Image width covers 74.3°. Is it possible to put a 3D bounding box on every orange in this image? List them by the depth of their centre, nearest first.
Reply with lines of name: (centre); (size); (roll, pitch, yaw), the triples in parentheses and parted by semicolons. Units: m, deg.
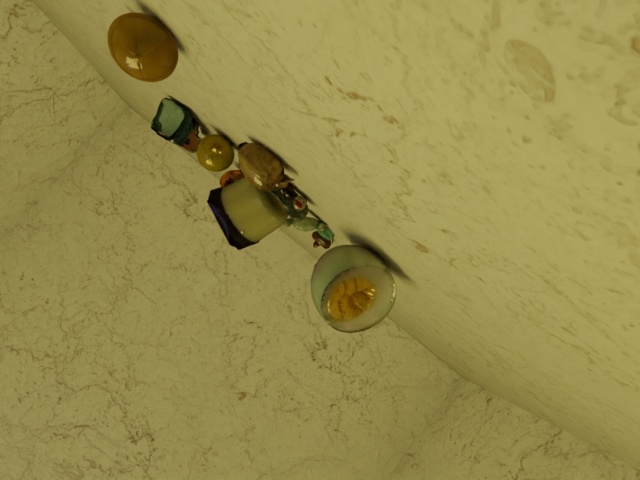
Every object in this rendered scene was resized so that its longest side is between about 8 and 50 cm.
orange: (-0.468, -0.308, 2.427); (0.235, 0.182, 0.234); (30, 180, 0)

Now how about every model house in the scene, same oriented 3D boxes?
model house: (-0.666, -0.542, 2.118); (0.253, 0.184, 0.291); (32, 180, 35)

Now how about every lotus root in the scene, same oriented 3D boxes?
lotus root: (-0.225, -0.273, 1.606); (0.257, 0.140, 0.154); (43, 168, 19)

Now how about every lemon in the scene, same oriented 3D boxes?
lemon: (-0.486, -0.407, 1.961); (0.173, 0.173, 0.206); (42, 169, -16)

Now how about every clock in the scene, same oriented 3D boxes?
clock: (0.025, -0.038, 2.159); (0.101, 0.041, 0.135); (31, 169, 47)

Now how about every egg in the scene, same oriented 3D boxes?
egg: (0.118, 0.176, 1.867); (0.354, 0.354, 0.340); (44, -172, -30)

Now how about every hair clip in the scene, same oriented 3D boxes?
hair clip: (-0.172, -0.225, 1.823); (0.321, 0.138, 0.091); (40, 128, -3)

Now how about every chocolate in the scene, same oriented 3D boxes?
chocolate: (-0.305, -0.169, 1.984); (0.314, 0.297, 0.326); (61, -153, 3)

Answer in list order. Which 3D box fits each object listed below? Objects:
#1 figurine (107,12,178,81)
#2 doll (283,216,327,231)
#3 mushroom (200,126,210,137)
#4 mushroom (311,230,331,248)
figurine: (-0.534, -0.567, 1.254); (0.192, 0.167, 0.257); (28, -177, -38)
doll: (-0.073, -0.085, 2.063); (0.214, 0.071, 0.103); (5, -152, 3)
mushroom: (-0.560, -0.505, 2.190); (0.187, 0.061, 0.060); (46, 172, -18)
mushroom: (0.006, -0.005, 2.305); (0.126, 0.085, 0.109); (40, 138, 15)
